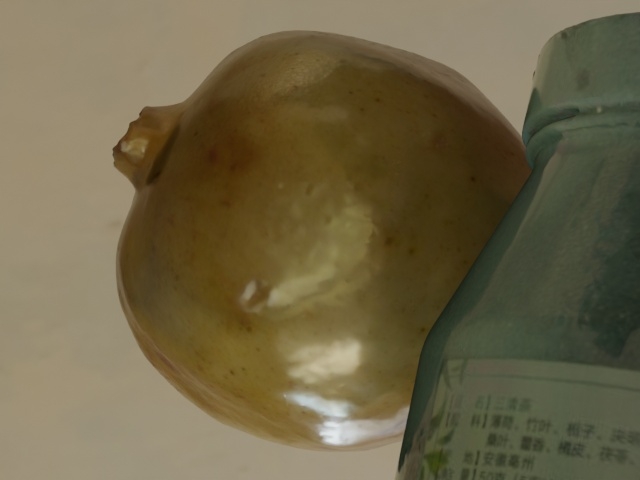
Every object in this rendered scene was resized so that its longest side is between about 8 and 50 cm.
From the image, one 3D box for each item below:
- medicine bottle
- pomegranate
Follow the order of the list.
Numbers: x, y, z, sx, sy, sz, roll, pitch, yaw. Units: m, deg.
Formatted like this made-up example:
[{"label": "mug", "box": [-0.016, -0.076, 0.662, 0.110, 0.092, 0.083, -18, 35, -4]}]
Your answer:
[{"label": "medicine bottle", "box": [0.155, 0.074, 0.790, 0.245, 0.245, 0.290, 46, -126, -67]}, {"label": "pomegranate", "box": [0.007, 0.003, 0.976, 0.233, 0.233, 0.233, -11, -90, -77]}]
